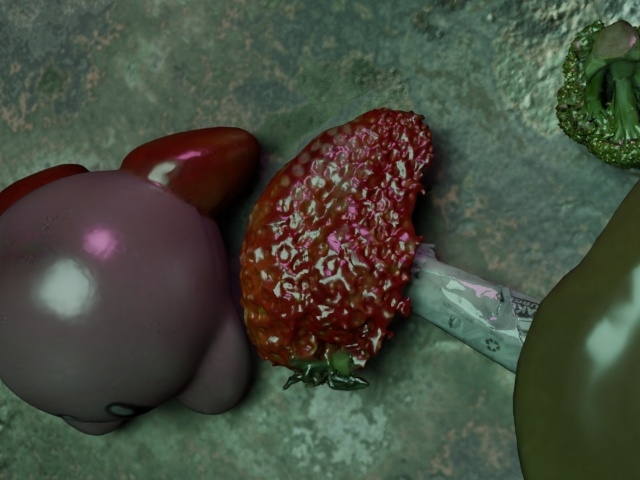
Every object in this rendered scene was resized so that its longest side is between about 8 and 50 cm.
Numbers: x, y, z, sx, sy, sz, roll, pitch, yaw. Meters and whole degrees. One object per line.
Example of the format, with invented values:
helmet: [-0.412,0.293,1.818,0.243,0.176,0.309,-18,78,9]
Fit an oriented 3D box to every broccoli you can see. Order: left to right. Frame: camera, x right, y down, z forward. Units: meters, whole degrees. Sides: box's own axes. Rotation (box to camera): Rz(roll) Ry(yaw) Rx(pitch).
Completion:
broccoli: [0.240,-0.117,1.088,0.130,0.120,0.131,7,62,33]

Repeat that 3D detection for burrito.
burrito: [0.136,0.060,1.151,0.203,0.064,0.064,29,96,25]

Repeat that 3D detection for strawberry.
strawberry: [-0.004,0.001,1.172,0.175,0.106,0.236,-19,60,49]

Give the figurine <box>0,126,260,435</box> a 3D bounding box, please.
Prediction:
figurine: [-0.196,0.032,1.231,0.269,0.211,0.261,-11,79,25]

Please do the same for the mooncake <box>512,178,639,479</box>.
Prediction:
mooncake: [0.369,0.129,0.919,0.467,0.262,0.467,-2,85,25]
